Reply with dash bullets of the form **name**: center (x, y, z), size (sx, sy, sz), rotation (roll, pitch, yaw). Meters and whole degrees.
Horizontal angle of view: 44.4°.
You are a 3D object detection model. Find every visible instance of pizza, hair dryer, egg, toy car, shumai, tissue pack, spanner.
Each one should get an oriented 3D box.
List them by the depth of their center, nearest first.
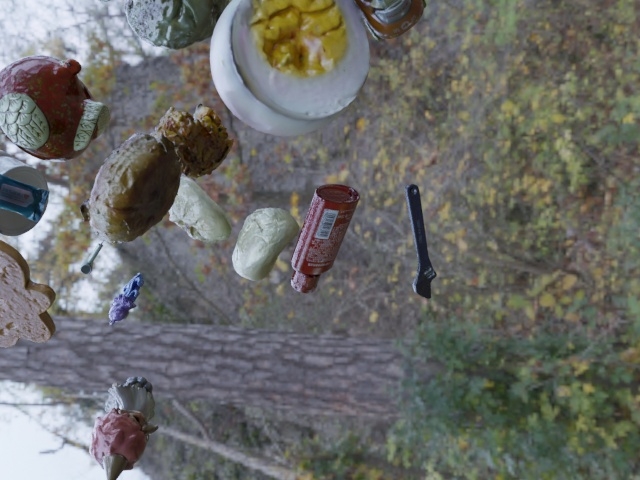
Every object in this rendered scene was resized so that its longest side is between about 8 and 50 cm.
- **spanner**: center (0.175, 0.001, 1.404), size (0.012, 0.046, 0.209), rotation (162, 100, -73)
- **pizza**: center (-0.271, -0.218, 1.731), size (0.305, 0.085, 0.162), rotation (-24, -62, -64)
- **toy car**: center (0.131, -0.572, 1.759), size (0.235, 0.145, 0.235), rotation (54, -171, -13)
- **tissue pack**: center (-0.709, -0.100, 1.816), size (0.028, 0.138, 0.085), rotation (-14, 58, 57)
- **egg**: center (-0.098, -0.411, 1.852), size (0.340, 0.354, 0.355), rotation (169, 103, -68)
- **shumai**: center (-0.365, -0.689, 2.041), size (0.288, 0.291, 0.330), rotation (-47, 22, 57)
- **hair dryer**: center (-0.725, 0.046, 2.505), size (0.124, 0.037, 0.063), rotation (-56, 20, 10)

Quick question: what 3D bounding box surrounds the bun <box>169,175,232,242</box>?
- **bun**: center (-0.352, -0.072, 2.205), size (0.222, 0.127, 0.222), rotation (48, 173, 7)

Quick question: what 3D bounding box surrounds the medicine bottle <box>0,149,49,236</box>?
- **medicine bottle**: center (-0.920, -0.156, 2.094), size (0.211, 0.371, 0.211), rotation (-38, -41, -43)

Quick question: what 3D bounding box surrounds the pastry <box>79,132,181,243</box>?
- **pastry**: center (-0.342, -0.097, 1.465), size (0.218, 0.100, 0.229), rotation (-26, -42, -69)

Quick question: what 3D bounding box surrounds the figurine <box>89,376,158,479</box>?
- **figurine**: center (-0.505, 0.494, 2.038), size (0.387, 0.166, 0.207), rotation (-100, 10, -70)

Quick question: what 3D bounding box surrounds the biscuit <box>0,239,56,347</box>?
- **biscuit**: center (-0.842, 0.135, 2.068), size (0.052, 0.275, 0.355), rotation (-85, -20, -56)

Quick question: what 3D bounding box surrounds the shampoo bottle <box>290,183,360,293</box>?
- **shampoo bottle**: center (0.000, -0.001, 1.961), size (0.076, 0.118, 0.314), rotation (58, 141, 37)

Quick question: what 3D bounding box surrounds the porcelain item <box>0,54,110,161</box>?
- **porcelain item**: center (-0.586, -0.305, 1.726), size (0.253, 0.252, 0.253), rotation (1, -90, -87)

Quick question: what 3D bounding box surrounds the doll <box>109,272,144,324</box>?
- **doll**: center (-0.610, 0.182, 2.476), size (0.067, 0.110, 0.206), rotation (43, -128, -26)

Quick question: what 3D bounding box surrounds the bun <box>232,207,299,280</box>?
- **bun**: center (-0.161, 0.000, 2.161), size (0.229, 0.145, 0.229), rotation (-48, -4, -5)
